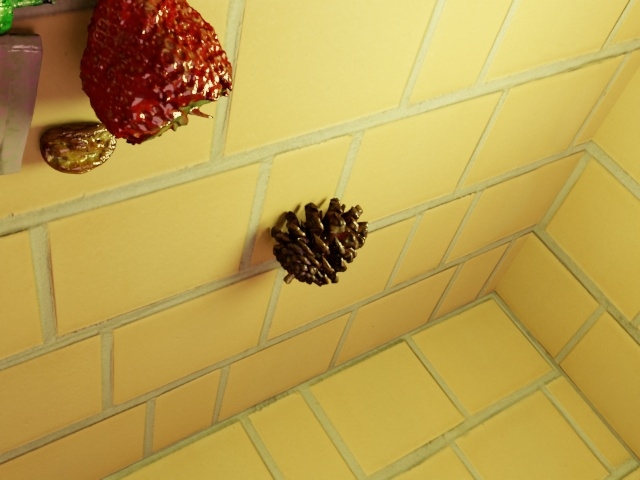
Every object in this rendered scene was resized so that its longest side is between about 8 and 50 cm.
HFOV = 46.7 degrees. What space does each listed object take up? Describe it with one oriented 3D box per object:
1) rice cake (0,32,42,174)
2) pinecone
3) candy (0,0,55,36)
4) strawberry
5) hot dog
[{"bbox_3d":[-0.544,-0.225,1.258,0.106,0.050,0.298,-11,143,-39],"label":"rice cake"},{"bbox_3d":[0.000,0.000,2.071,0.309,0.244,0.244,-41,157,-26],"label":"pinecone"},{"bbox_3d":[-0.423,-0.381,1.151,0.323,0.097,0.097,-27,152,-37],"label":"candy"},{"bbox_3d":[-0.288,-0.307,1.278,0.261,0.258,0.261,-32,-172,5],"label":"strawberry"},{"bbox_3d":[-0.457,-0.180,1.413,0.147,0.065,0.099,-12,134,-36],"label":"hot dog"}]
